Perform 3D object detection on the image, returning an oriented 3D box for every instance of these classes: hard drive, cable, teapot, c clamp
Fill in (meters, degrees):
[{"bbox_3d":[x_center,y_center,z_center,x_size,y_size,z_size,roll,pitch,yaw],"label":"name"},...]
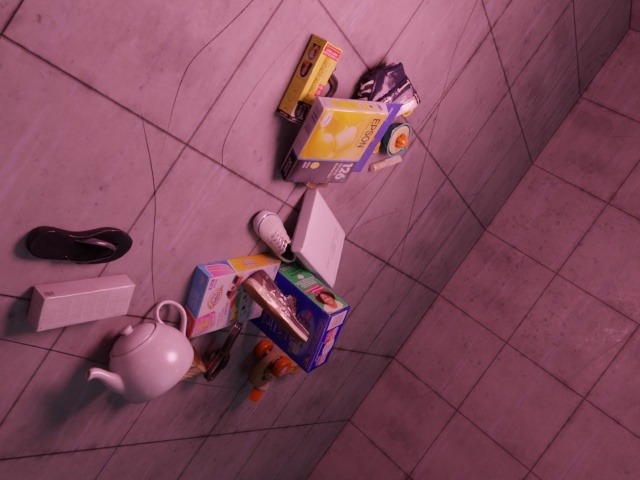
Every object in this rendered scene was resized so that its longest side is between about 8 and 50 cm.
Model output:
[{"bbox_3d":[0.000,0.000,1.989,0.353,0.047,0.233,53,46,-60],"label":"hard drive"},{"bbox_3d":[-0.347,0.379,1.926,0.139,0.072,0.287,-45,164,-45],"label":"cable"},{"bbox_3d":[-0.493,0.313,1.584,0.252,0.256,0.187,-29,109,-1],"label":"teapot"},{"bbox_3d":[0.002,-0.440,1.648,0.161,0.022,0.137,-55,158,4],"label":"c clamp"}]

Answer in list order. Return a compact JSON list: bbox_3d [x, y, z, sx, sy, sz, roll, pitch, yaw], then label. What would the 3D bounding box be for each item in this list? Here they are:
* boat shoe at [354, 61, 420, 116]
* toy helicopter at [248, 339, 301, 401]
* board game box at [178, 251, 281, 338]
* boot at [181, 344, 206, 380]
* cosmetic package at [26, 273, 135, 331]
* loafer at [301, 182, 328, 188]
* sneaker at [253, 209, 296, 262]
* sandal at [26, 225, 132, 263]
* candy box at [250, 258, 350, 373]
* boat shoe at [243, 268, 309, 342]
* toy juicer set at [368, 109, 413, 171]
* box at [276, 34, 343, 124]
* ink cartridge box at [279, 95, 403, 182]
[{"bbox_3d":[0.142,-0.436,1.782,0.340,0.127,0.158,-31,113,-12],"label":"boat shoe"},{"bbox_3d":[-0.178,0.542,2.331,0.235,0.140,0.355,-56,153,9],"label":"toy helicopter"},{"bbox_3d":[-0.291,0.173,1.839,0.316,0.064,0.242,-10,129,-51],"label":"board game box"},{"bbox_3d":[-0.482,0.429,1.813,0.203,0.095,0.262,-32,169,-10],"label":"boot"},{"bbox_3d":[-0.588,0.150,1.395,0.239,0.060,0.099,-6,124,-52],"label":"cosmetic package"},{"bbox_3d":[-0.016,-0.203,1.845,0.148,0.056,0.050,-17,135,-60],"label":"loafer"},{"bbox_3d":[-0.136,-0.012,1.836,0.094,0.091,0.258,-48,151,-8],"label":"sneaker"},{"bbox_3d":[-0.551,0.021,1.315,0.254,0.054,0.097,0,122,-55],"label":"sandal"},{"bbox_3d":[-0.081,0.253,1.969,0.122,0.317,0.268,-18,136,-48],"label":"candy box"},{"bbox_3d":[-0.126,0.212,1.823,0.092,0.285,0.103,-48,-168,-24],"label":"boat shoe"},{"bbox_3d":[0.255,-0.348,2.037,0.209,0.089,0.329,-38,148,-25],"label":"toy juicer set"},{"bbox_3d":[-0.030,-0.441,1.560,0.087,0.058,0.232,5,117,-57],"label":"box"},{"bbox_3d":[0.069,-0.289,1.683,0.307,0.072,0.304,-2,144,-30],"label":"ink cartridge box"}]
